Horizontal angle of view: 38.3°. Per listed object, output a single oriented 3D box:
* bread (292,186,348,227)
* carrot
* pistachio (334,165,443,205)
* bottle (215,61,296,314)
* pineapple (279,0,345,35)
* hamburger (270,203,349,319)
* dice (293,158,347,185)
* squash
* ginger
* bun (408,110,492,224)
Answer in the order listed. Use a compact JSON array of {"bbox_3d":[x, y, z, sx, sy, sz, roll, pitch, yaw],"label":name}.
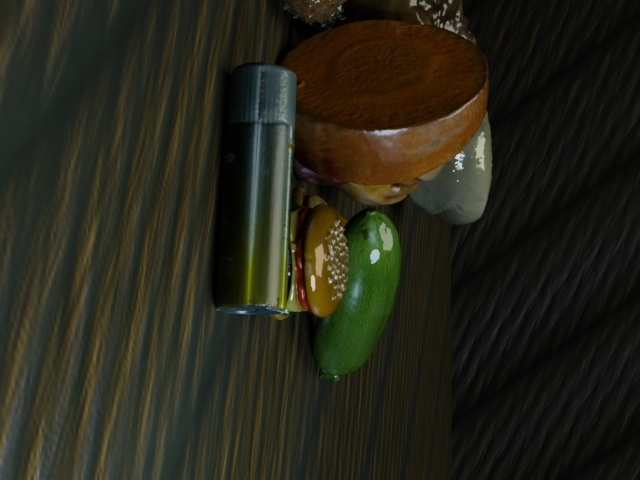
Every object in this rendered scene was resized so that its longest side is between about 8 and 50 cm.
[{"bbox_3d":[0.000,0.000,1.388,0.200,0.077,0.116,45,54,-70],"label":"bread"},{"bbox_3d":[0.091,-0.203,1.291,0.100,0.307,0.258,90,-22,-52],"label":"carrot"},{"bbox_3d":[0.114,-0.185,1.580,0.309,0.229,0.230,-52,140,-59],"label":"pistachio"},{"bbox_3d":[-0.073,-0.060,1.067,0.082,0.082,0.286,38,54,-72],"label":"bottle"},{"bbox_3d":[-0.009,-0.343,1.315,0.198,0.108,0.108,79,13,-79],"label":"pineapple"},{"bbox_3d":[-0.026,0.024,1.183,0.162,0.115,0.162,-2,90,-75],"label":"hamburger"},{"bbox_3d":[0.010,-0.139,1.370,0.091,0.093,0.094,55,38,-66],"label":"dice"},{"bbox_3d":[0.050,0.101,1.365,0.395,0.107,0.107,104,-2,-51],"label":"squash"},{"bbox_3d":[0.112,-0.357,1.468,0.200,0.223,0.269,-36,123,-51],"label":"ginger"},{"bbox_3d":[0.286,-0.213,2.224,0.365,0.219,0.365,178,-90,-88],"label":"bun"}]
